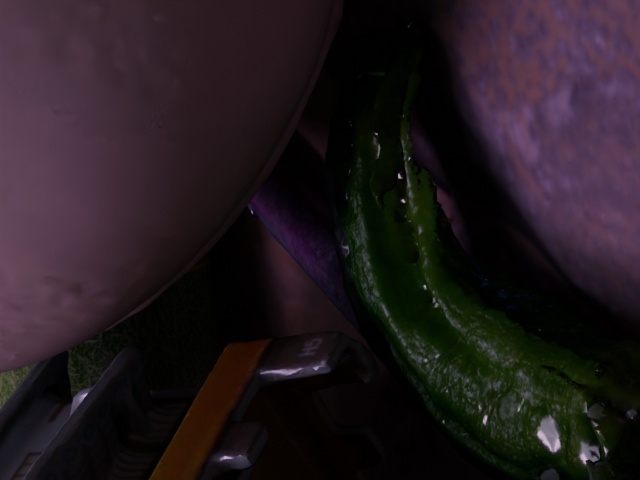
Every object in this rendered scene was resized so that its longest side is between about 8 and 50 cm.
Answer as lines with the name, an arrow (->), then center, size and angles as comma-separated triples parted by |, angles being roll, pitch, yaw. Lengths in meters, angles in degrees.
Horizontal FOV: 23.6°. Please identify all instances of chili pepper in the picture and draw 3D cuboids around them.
chili pepper -> 0.076, 0.030, 0.559 | 0.279, 0.065, 0.122 | 49, 146, 45

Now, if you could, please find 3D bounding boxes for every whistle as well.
whistle -> 0.000, 0.000, 0.714 | 0.176, 0.033, 0.033 | 48, 142, 41

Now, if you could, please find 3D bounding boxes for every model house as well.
model house -> -0.069, 0.165, 0.635 | 0.215, 0.224, 0.198 | -7, 125, 29

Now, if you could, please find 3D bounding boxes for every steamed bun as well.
steamed bun -> -0.180, -0.129, 0.623 | 0.374, 0.241, 0.374 | -4, 81, 31

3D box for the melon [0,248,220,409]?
melon -> -0.149, 0.005, 0.827 | 0.182, 0.182, 0.288 | 5, 109, 60
